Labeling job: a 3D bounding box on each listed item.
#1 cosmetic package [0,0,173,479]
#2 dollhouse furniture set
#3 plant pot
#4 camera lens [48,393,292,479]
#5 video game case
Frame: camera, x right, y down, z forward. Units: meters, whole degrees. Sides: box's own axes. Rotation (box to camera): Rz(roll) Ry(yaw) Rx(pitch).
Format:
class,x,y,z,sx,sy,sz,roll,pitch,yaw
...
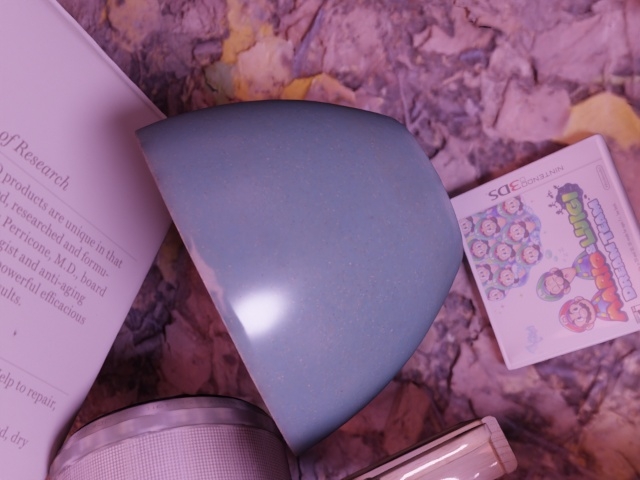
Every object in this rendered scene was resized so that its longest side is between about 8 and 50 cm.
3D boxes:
class,x,y,z,sx,sy,sz,roll,pitch,yaw
cosmetic package,-0.390,-0.017,0.843,0.330,0.327,0.393,8,66,34
dollhouse furniture set,0.127,0.330,0.669,0.174,0.303,0.355,-24,77,-7
plant pot,0.000,0.000,0.734,0.195,0.290,0.290,-27,74,-6
camera lens,-0.121,0.291,0.793,0.219,0.219,0.274,-35,54,29
video game case,0.192,0.013,0.732,0.143,0.019,0.157,-25,79,32
